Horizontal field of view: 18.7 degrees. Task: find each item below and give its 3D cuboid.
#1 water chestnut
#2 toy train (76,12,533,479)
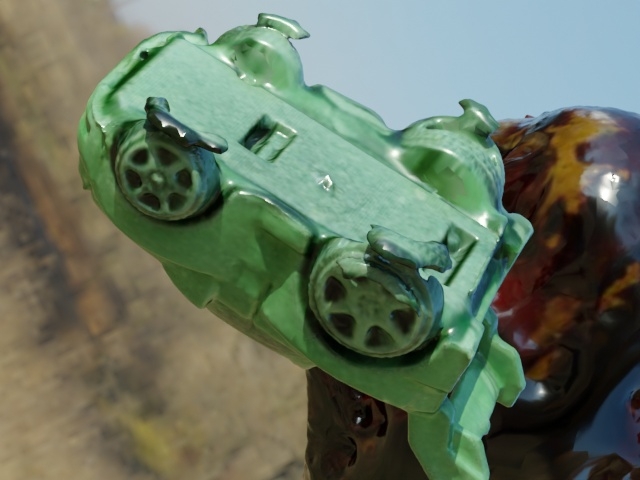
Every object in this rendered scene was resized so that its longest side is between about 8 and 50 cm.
[{"bbox_3d":[0.111,0.056,1.084,0.244,0.289,0.289,-6,66,-56],"label":"water chestnut"},{"bbox_3d":[0.000,0.000,0.566,0.081,0.149,0.099,-65,176,33],"label":"toy train"}]
